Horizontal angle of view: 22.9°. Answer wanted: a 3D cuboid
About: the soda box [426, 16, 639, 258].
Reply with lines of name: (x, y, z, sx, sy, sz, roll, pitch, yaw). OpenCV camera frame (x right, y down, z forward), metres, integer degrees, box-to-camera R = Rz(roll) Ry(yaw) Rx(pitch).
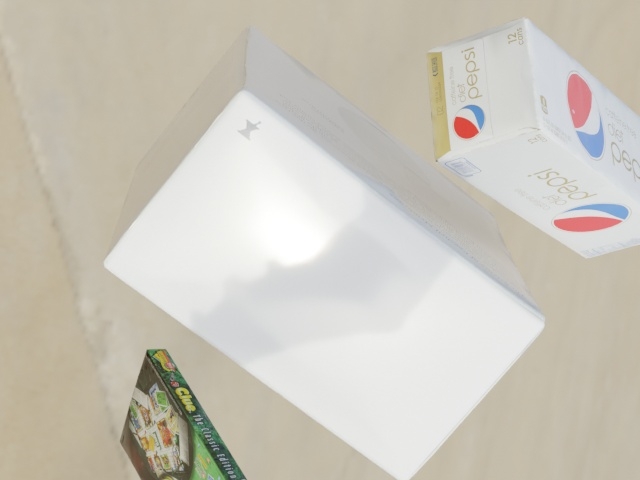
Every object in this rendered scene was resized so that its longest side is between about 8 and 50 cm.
soda box: (0.145, -0.056, 0.963, 0.216, 0.069, 0.074, 27, 53, -54)

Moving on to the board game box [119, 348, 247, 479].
board game box: (-0.138, 0.246, 1.653, 0.030, 0.259, 0.136, 0, 126, -34)

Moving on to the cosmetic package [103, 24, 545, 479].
cosmetic package: (0.000, 0.000, 0.992, 0.138, 0.224, 0.224, -51, -169, 11)
